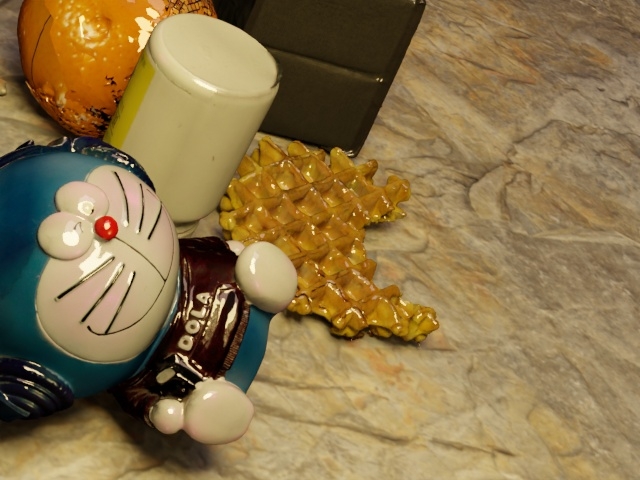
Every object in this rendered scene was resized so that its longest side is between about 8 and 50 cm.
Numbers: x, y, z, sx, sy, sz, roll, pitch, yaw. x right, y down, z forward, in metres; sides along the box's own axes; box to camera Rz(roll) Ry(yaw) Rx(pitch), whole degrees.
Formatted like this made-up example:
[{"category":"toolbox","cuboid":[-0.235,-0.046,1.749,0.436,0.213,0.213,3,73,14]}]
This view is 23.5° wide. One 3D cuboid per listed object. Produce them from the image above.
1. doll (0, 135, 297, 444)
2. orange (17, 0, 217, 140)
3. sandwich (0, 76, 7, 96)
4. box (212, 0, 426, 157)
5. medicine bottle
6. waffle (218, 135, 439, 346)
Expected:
[{"category":"doll","cuboid":[-0.207,0.048,1.420,0.310,0.240,0.284,29,59,-30]},{"category":"orange","cuboid":[-0.230,-0.226,1.738,0.234,0.234,0.182,34,9,4]},{"category":"sandwich","cuboid":[-0.469,-0.214,1.603,0.301,0.162,0.250,19,31,-19]},{"category":"box","cuboid":[-0.016,-0.325,1.996,0.205,0.251,0.345,14,37,-17]},{"category":"medicine bottle","cuboid":[-0.153,-0.098,1.612,0.143,0.258,0.143,19,36,-14]},{"category":"waffle","cuboid":[0.000,0.000,1.776,0.260,0.069,0.293,15,40,-18]}]
